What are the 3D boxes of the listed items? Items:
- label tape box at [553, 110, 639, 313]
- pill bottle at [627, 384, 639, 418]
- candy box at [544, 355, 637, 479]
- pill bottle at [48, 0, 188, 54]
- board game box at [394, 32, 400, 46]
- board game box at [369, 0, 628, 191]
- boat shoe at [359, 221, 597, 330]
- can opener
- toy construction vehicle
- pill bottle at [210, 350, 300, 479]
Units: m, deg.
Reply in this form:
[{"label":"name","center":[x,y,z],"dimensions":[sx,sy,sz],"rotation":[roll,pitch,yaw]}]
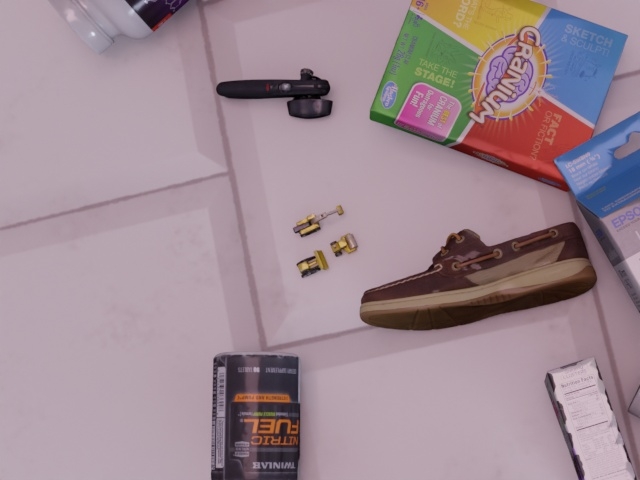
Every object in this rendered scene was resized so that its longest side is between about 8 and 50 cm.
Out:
[{"label":"label tape box","center":[0.505,-0.033,1.712],"dimensions":[0.240,0.106,0.334],"rotation":[-30,81,3]},{"label":"pill bottle","center":[0.521,0.240,1.712],"dimensions":[0.180,0.108,0.108],"rotation":[27,86,14]},{"label":"candy box","center":[0.370,0.267,1.708],"dimensions":[0.070,0.165,0.196],"rotation":[-19,76,6]},{"label":"pill bottle","center":[-0.266,-0.442,1.952],"dimensions":[0.323,0.181,0.181],"rotation":[-41,75,2]},{"label":"board game box","center":[0.194,-0.275,1.908],"dimensions":[0.168,0.033,0.133],"rotation":[-15,77,0]},{"label":"board game box","center":[0.261,-0.240,1.846],"dimensions":[0.316,0.064,0.242],"rotation":[20,84,4]},{"label":"boat shoe","center":[0.218,0.044,1.808],"dimensions":[0.342,0.123,0.123],"rotation":[-13,70,5]},{"label":"can opener","center":[-0.072,-0.232,1.939],"dimensions":[0.186,0.059,0.073],"rotation":[6,82,12]},{"label":"toy construction vehicle","center":[0.000,0.000,1.895],"dimensions":[0.098,0.035,0.086],"rotation":[-22,77,7]},{"label":"pill bottle","center":[-0.093,0.287,1.815],"dimensions":[0.130,0.130,0.246],"rotation":[-2,80,11]}]
